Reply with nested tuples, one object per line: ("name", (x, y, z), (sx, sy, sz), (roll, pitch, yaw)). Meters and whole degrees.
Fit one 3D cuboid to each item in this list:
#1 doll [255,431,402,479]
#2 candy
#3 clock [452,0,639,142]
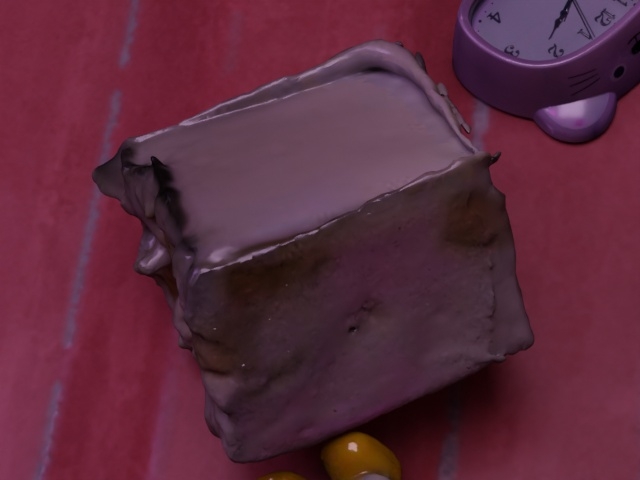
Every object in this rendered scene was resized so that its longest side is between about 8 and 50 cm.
("doll", (0.033, 0.245, 0.889), (0.145, 0.103, 0.316), (-15, 55, 5))
("candy", (0.000, 0.000, 0.982), (0.195, 0.137, 0.185), (-23, 33, -6))
("clock", (0.157, -0.135, 1.103), (0.152, 0.050, 0.110), (-42, 64, -14))
